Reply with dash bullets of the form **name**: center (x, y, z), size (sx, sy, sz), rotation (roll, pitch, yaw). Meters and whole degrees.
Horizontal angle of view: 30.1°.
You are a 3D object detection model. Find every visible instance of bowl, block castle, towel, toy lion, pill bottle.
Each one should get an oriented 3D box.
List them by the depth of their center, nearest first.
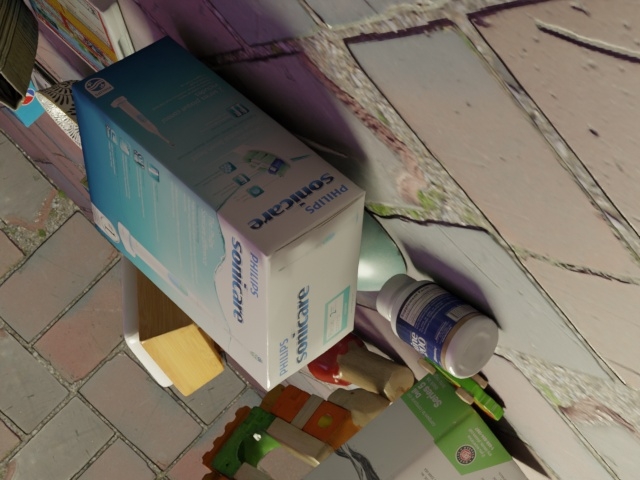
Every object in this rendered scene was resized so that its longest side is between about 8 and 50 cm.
- **pill bottle**: center (0.112, 0.080, 1.178), size (0.120, 0.067, 0.067), rotation (34, 164, 42)
- **toy lion**: center (0.171, 0.172, 1.402), size (0.100, 0.034, 0.096), rotation (37, 174, 34)
- **towel**: center (-0.448, -0.323, 1.405), size (0.312, 0.056, 0.324), rotation (56, -173, -27)
- **block castle**: center (-0.019, 0.375, 1.721), size (0.213, 0.453, 0.303), rotation (20, 155, 47)
- **bowl**: center (-0.332, -0.182, 1.751), size (0.170, 0.080, 0.170), rotation (42, 168, 12)

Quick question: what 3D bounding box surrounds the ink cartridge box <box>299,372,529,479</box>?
- **ink cartridge box**: center (0.110, 0.328, 1.503), size (0.198, 0.273, 0.115), rotation (52, 179, -32)

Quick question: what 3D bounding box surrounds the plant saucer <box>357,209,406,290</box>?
- **plant saucer**: center (0.000, 0.000, 1.265), size (0.195, 0.037, 0.195), rotation (32, 158, 15)

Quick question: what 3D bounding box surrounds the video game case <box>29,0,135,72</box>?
- **video game case**: center (-0.300, -0.279, 1.438), size (0.204, 0.025, 0.285), rotation (42, 168, 11)

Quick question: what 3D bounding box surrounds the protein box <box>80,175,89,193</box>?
- **protein box**: center (-0.194, -0.027, 1.678), size (0.200, 0.136, 0.201), rotation (37, 167, 32)

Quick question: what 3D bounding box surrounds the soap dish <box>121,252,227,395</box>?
- **soap dish**: center (-0.238, 0.079, 1.953), size (0.229, 0.118, 0.291), rotation (67, -167, -58)

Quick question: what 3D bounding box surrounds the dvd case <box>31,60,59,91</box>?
- **dvd case**: center (-0.436, -0.226, 2.108), size (0.221, 0.018, 0.164), rotation (44, 169, 1)

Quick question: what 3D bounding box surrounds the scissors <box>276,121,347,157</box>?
- **scissors**: center (-0.058, -0.117, 1.187), size (0.109, 0.021, 0.297), rotation (50, 169, -16)

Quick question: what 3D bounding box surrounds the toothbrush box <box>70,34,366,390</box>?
- **toothbrush box**: center (-0.103, -0.029, 1.186), size (0.295, 0.126, 0.216), rotation (40, 149, 29)

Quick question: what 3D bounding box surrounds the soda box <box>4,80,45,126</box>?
- **soda box**: center (-0.574, -0.301, 2.185), size (0.067, 0.071, 0.210), rotation (38, 167, 26)
